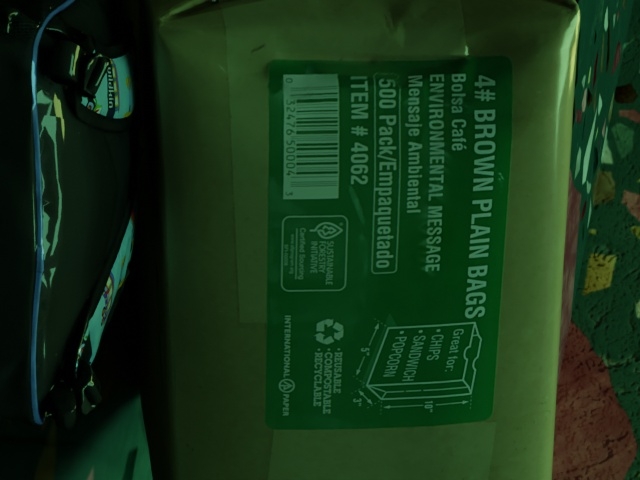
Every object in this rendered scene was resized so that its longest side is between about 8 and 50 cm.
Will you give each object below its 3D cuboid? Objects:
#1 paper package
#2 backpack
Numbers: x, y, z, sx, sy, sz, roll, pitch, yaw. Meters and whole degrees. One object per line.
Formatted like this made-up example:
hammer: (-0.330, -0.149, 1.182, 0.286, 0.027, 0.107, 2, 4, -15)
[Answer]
paper package: (0.000, 0.000, 0.901, 0.309, 0.168, 0.324, -111, -161, -63)
backpack: (-0.126, -0.031, 0.723, 0.173, 0.117, 0.158, -80, 173, -69)
